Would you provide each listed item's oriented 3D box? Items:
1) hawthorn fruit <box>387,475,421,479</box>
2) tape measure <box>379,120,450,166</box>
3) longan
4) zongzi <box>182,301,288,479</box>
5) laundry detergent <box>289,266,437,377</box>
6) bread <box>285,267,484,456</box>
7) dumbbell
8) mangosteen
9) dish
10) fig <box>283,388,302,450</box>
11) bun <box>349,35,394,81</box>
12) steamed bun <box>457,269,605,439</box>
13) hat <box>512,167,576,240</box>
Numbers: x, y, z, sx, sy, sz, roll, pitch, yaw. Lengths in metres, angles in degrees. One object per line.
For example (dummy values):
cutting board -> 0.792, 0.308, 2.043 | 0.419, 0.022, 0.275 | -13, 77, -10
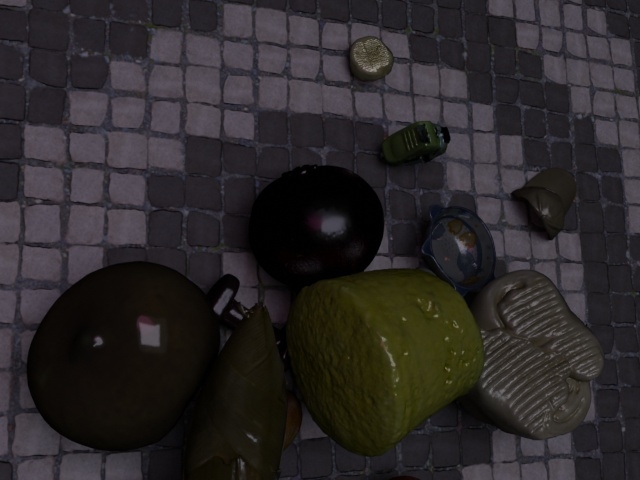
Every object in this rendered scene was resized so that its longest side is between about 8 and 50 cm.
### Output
hawthorn fruit -> 0.155, 0.605, 1.708 | 0.202, 0.185, 0.185 | -13, 86, -8
tape measure -> 0.230, -0.227, 1.897 | 0.154, 0.177, 0.088 | -12, 86, -38
longan -> -0.361, 0.209, 1.465 | 0.360, 0.361, 0.361 | 4, 79, -22
zongzi -> -0.144, 0.375, 1.329 | 0.181, 0.418, 0.447 | 7, 55, -4
laundry detergent -> 0.129, 0.212, 1.793 | 0.264, 0.124, 0.398 | 43, 66, -12
bread -> 0.128, 0.218, 1.542 | 0.307, 0.348, 0.348 | -14, 86, -29
dumbbell -> -0.147, 0.181, 1.679 | 0.225, 0.124, 0.140 | 36, 69, -14
mangosteen -> -0.011, -0.006, 1.685 | 0.296, 0.297, 0.314 | 8, 87, -22
dish -> 0.309, 0.029, 1.912 | 0.227, 0.086, 0.236 | -16, 83, -34
fig -> -0.137, 0.422, 1.646 | 0.159, 0.159, 0.257 | 24, 88, -17
bun -> 0.121, -0.439, 1.938 | 0.115, 0.069, 0.115 | 1, 71, -3
steamed bun -> 0.463, 0.292, 1.851 | 0.342, 0.255, 0.368 | -33, 69, -11
hat -> 0.613, -0.111, 2.063 | 0.173, 0.144, 0.166 | -42, 100, -1
